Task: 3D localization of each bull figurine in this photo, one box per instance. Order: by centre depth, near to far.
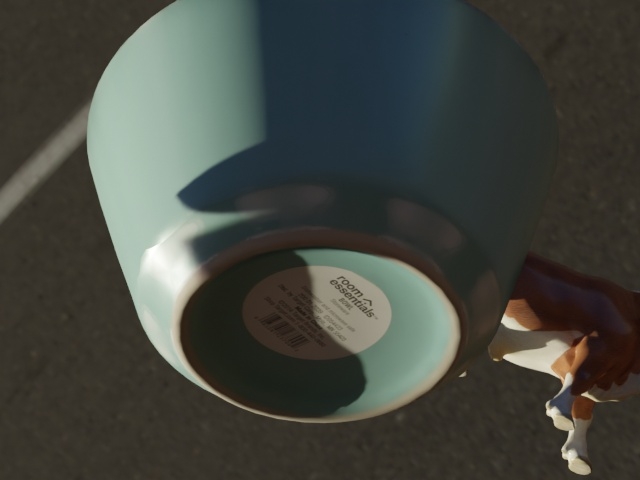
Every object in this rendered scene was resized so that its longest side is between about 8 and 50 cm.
[{"bbox_3d":[0.207,0.085,1.450,0.310,0.101,0.188,22,55,11],"label":"bull figurine"}]

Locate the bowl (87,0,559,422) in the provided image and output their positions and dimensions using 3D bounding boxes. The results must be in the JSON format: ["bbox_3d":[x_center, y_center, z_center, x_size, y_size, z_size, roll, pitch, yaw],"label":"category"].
[{"bbox_3d":[0.000,0.000,1.026,0.311,0.311,0.163,-24,42,26],"label":"bowl"}]
